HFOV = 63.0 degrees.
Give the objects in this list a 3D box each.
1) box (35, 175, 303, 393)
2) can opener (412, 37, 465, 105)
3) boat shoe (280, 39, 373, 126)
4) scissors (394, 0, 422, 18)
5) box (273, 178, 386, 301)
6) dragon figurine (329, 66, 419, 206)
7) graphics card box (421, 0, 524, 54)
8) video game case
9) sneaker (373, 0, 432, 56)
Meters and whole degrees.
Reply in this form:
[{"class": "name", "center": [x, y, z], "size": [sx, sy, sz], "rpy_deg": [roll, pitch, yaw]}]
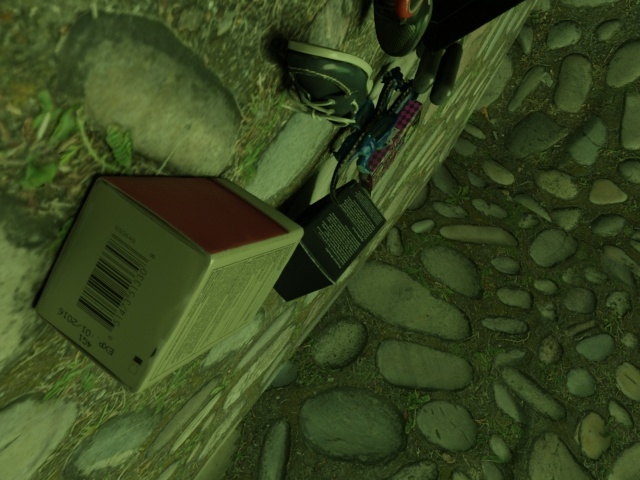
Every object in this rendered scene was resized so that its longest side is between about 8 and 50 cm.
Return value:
[{"class": "box", "center": [-0.136, 0.026, 0.538], "size": [0.148, 0.127, 0.232], "rpy_deg": [-58, 170, 14]}, {"class": "can opener", "center": [0.219, -0.339, 0.993], "size": [0.095, 0.076, 0.283], "rpy_deg": [-48, -166, 49]}, {"class": "boat shoe", "center": [0.008, -0.185, 0.642], "size": [0.254, 0.095, 0.079], "rpy_deg": [-49, 160, -78]}, {"class": "scissors", "center": [0.152, -0.336, 0.591], "size": [0.297, 0.021, 0.108], "rpy_deg": [-47, 155, -42]}, {"class": "box", "center": [0.000, 0.000, 0.978], "size": [0.153, 0.108, 0.207], "rpy_deg": [-26, -164, 50]}, {"class": "dragon figurine", "center": [0.086, -0.201, 0.946], "size": [0.289, 0.085, 0.144], "rpy_deg": [-50, 168, -31]}, {"class": "graphics card box", "center": [0.335, -0.482, 0.907], "size": [0.233, 0.094, 0.371], "rpy_deg": [-15, -152, 52]}, {"class": "video game case", "center": [0.184, -0.237, 1.392], "size": [0.232, 0.042, 0.210], "rpy_deg": [-54, 170, -8]}, {"class": "sneaker", "center": [0.084, -0.305, 0.628], "size": [0.130, 0.087, 0.227], "rpy_deg": [-48, 164, -26]}]
